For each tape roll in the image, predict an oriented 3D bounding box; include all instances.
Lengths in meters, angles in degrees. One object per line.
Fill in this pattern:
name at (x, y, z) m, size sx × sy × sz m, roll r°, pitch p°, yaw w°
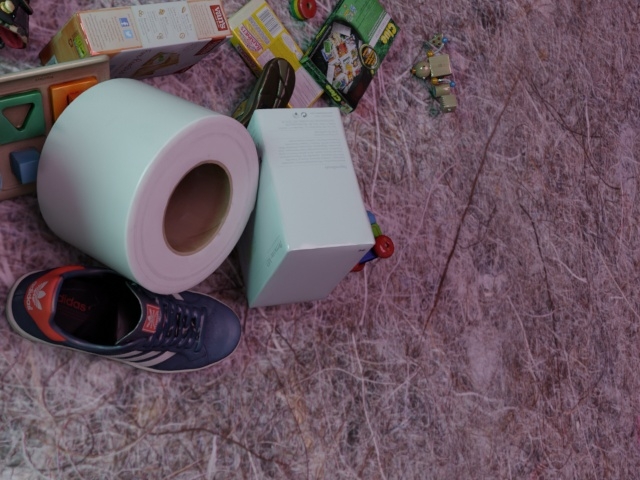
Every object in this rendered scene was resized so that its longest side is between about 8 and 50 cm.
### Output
tape roll at (-0.220, -0.072, 1.013) m, size 0.246 × 0.169 × 0.246 m, roll -40°, pitch 143°, yaw -39°

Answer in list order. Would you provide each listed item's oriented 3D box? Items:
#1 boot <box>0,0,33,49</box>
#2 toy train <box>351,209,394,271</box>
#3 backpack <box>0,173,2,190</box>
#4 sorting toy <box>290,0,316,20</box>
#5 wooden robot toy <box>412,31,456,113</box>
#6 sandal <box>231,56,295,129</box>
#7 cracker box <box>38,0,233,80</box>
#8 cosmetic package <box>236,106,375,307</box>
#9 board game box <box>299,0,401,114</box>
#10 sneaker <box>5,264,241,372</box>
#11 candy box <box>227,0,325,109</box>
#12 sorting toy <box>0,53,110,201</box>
boot at (-0.379, -0.390, 1.042) m, size 0.377 × 0.138 × 0.284 m, roll 18°, pitch 71°, yaw -24°
toy train at (0.000, 0.000, 1.312) m, size 0.248 × 0.105 × 0.143 m, roll -19°, pitch 83°, yaw -39°
backpack at (-0.494, -0.110, 0.752) m, size 0.355 × 0.273 × 0.290 m, roll 36°, pitch 45°, yaw 1°
sorting toy at (-0.006, -0.546, 1.405) m, size 0.132 × 0.046 × 0.275 m, roll -18°, pitch 105°, yaw -47°
wooden robot toy at (0.227, -0.343, 1.585) m, size 0.079 × 0.076 × 0.173 m, roll -9°, pitch 87°, yaw -3°
sandal at (-0.113, -0.204, 1.273) m, size 0.090 × 0.060 × 0.219 m, roll 29°, pitch 80°, yaw -47°
cracker box at (-0.265, -0.282, 1.113) m, size 0.232 × 0.155 × 0.067 m, roll -22°, pitch 93°, yaw -38°
cosmetic package at (-0.043, -0.044, 1.153) m, size 0.138 × 0.224 × 0.225 m, roll -6°, pitch 67°, yaw -23°
board game box at (0.061, -0.370, 1.451) m, size 0.136 × 0.030 × 0.260 m, roll 44°, pitch 52°, yaw -21°
sneaker at (-0.241, 0.113, 1.065) m, size 0.350 × 0.148 × 0.131 m, roll 12°, pitch 75°, yaw -36°
candy box at (-0.078, -0.319, 1.348) m, size 0.206 × 0.027 × 0.105 m, roll 52°, pitch 55°, yaw -19°
sorting toy at (-0.348, -0.137, 1.001) m, size 0.347 × 0.196 × 0.047 m, roll -22°, pitch 52°, yaw -32°
